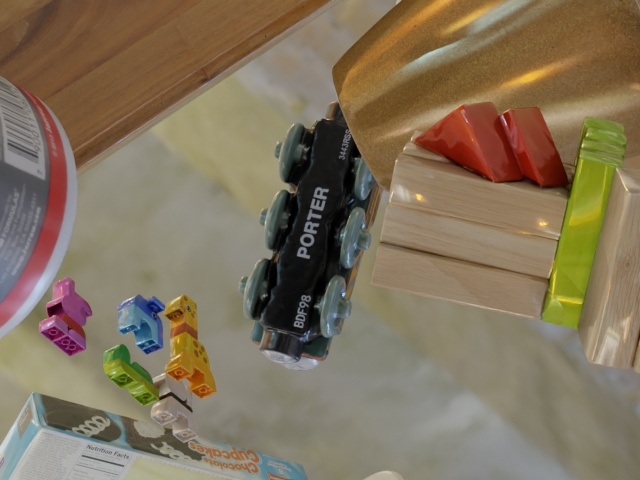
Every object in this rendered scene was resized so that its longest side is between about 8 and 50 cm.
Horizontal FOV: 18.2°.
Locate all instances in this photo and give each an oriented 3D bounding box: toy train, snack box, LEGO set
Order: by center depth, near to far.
[{"bbox_3d":[-0.162,0.090,1.893,0.227,0.087,0.093,45,-150,-43],"label":"LEGO set"},{"bbox_3d":[-0.188,0.277,2.045,0.322,0.187,0.060,19,-153,-29],"label":"snack box"},{"bbox_3d":[0.000,0.000,2.457,0.142,0.334,0.190,12,167,12],"label":"toy train"}]

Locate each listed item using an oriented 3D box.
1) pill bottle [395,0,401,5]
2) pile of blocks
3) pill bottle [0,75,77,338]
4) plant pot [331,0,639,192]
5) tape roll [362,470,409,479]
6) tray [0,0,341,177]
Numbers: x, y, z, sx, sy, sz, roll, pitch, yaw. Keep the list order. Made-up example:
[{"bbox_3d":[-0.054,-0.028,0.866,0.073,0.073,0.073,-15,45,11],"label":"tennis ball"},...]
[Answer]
[{"bbox_3d":[0.211,-0.343,2.029,0.188,0.334,0.188,15,-150,-9],"label":"pill bottle"},{"bbox_3d":[0.189,0.001,0.920,0.362,0.113,0.149,21,-158,28],"label":"pile of blocks"},{"bbox_3d":[-0.347,-0.060,1.302,0.363,0.210,0.210,26,-148,-52],"label":"pill bottle"},{"bbox_3d":[0.147,-0.141,1.646,0.237,0.254,0.237,-24,-90,-80],"label":"plant pot"},{"bbox_3d":[0.001,0.425,2.134,0.072,0.392,0.392,36,-154,-11],"label":"tape roll"},{"bbox_3d":[-0.147,-0.225,1.765,0.411,0.076,0.203,-36,-88,-22],"label":"tray"}]
